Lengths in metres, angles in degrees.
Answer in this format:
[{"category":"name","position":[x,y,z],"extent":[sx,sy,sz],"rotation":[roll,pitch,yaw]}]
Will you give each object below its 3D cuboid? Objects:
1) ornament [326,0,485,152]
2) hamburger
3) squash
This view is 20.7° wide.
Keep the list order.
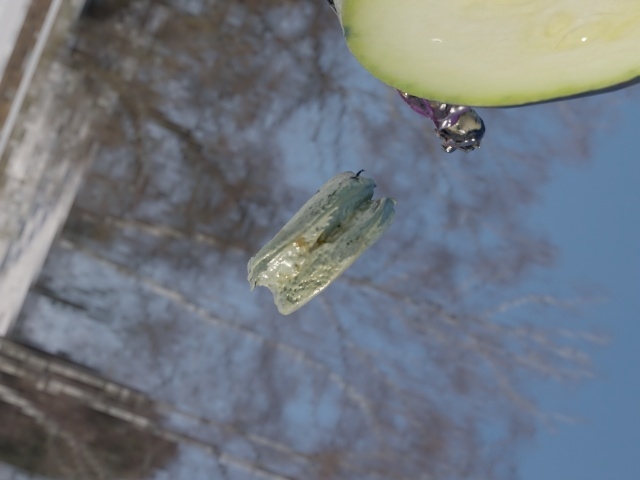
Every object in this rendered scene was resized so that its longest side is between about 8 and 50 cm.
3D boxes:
[{"category":"ornament","position":[0.089,-0.134,1.309],"extent":[0.081,0.203,0.088],"rotation":[-35,-126,6]},{"category":"hamburger","position":[0.000,0.000,1.389],"extent":[0.133,0.062,0.140],"rotation":[-42,-177,13]},{"category":"squash","position":[0.127,-0.143,0.831],"extent":[0.252,0.252,0.049],"rotation":[-51,-134,52]}]
